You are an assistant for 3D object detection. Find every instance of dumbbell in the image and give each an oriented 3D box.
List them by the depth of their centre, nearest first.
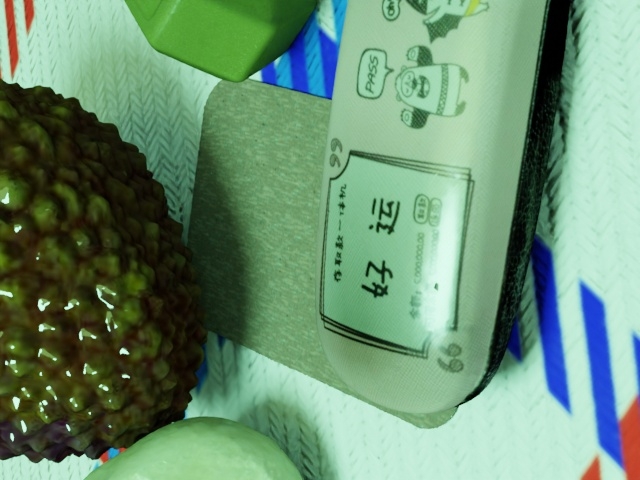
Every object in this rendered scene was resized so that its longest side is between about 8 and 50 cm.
[{"bbox_3d":[-0.010,-0.227,0.819,0.302,0.108,0.121,-53,55,34],"label":"dumbbell"}]

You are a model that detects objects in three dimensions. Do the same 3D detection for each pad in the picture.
[{"bbox_3d":[0.000,0.000,0.897,0.266,0.002,0.176,20,106,45],"label":"pad"}]

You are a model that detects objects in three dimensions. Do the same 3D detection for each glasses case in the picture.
[{"bbox_3d":[0.063,-0.064,0.766,0.122,0.075,0.314,16,100,45],"label":"glasses case"}]

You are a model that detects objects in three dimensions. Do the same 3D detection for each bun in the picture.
[{"bbox_3d":[-0.083,0.203,0.894,0.111,0.164,0.188,157,116,-82],"label":"bun"}]

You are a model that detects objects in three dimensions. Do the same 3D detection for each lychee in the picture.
[{"bbox_3d":[-0.190,0.032,0.945,0.271,0.271,0.271,3,94,47],"label":"lychee"}]
